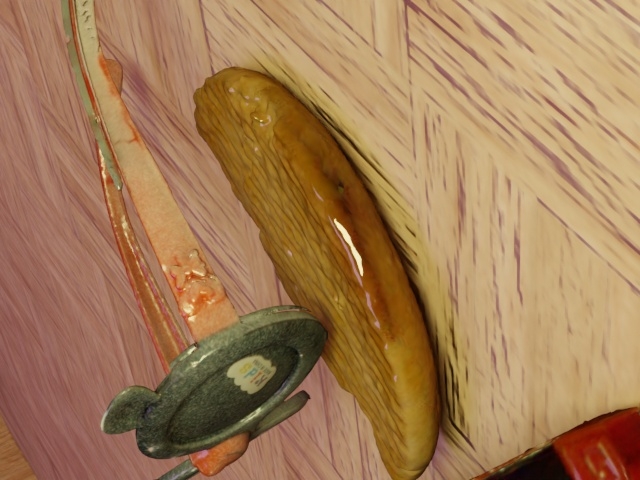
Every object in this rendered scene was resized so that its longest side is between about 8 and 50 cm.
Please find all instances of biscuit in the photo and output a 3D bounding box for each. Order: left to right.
[{"bbox_3d":[0.001,-0.001,0.693,0.224,0.033,0.144,59,163,21],"label":"biscuit"}]

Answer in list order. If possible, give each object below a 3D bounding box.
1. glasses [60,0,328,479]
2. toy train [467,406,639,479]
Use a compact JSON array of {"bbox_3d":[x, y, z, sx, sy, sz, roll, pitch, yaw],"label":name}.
[{"bbox_3d":[-0.102,-0.004,0.757,0.268,0.118,0.234,61,169,16],"label":"glasses"},{"bbox_3d":[0.062,0.164,0.678,0.086,0.089,0.409,65,163,12],"label":"toy train"}]
